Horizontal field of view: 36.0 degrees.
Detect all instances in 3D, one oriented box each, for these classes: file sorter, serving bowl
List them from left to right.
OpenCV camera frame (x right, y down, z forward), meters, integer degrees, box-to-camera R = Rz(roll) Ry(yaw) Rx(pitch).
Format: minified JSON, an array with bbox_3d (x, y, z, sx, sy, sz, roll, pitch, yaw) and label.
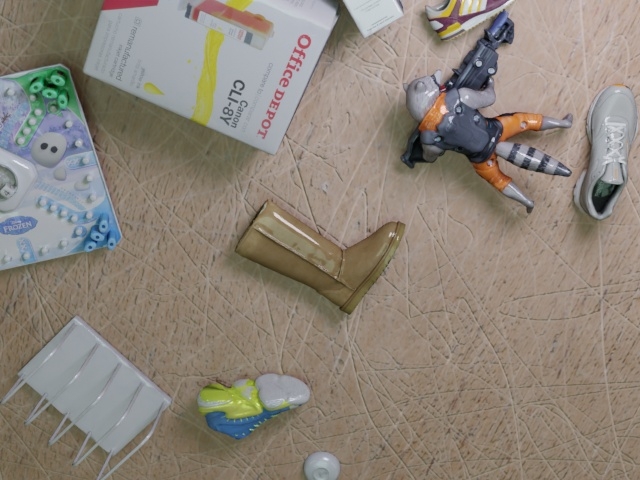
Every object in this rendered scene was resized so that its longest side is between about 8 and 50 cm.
[{"bbox_3d":[-0.488,0.339,2.046,0.193,0.173,0.278,-43,102,16],"label":"file sorter"},{"bbox_3d":[0.003,0.503,2.150,0.083,0.027,0.083,1,108,2],"label":"serving bowl"}]

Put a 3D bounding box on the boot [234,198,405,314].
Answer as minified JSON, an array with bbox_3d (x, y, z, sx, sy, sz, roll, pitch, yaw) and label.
[{"bbox_3d":[0.000,0.000,1.951,0.270,0.089,0.236,32,107,-6],"label":"boot"}]

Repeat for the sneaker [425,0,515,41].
[{"bbox_3d":[0.281,-0.442,1.795,0.186,0.069,0.084,-32,109,12],"label":"sneaker"}]

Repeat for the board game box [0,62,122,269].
[{"bbox_3d":[-0.623,-0.113,1.899,0.390,0.050,0.389,-12,119,-2],"label":"board game box"}]

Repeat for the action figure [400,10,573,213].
[{"bbox_3d":[0.312,-0.236,1.813,0.330,0.178,0.341,20,111,-14],"label":"action figure"}]

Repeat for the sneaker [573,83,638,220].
[{"bbox_3d":[0.549,-0.159,1.849,0.099,0.121,0.262,5,109,1],"label":"sneaker"}]

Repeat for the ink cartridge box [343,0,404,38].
[{"bbox_3d":[0.065,-0.476,1.754,0.086,0.148,0.203,-28,104,14],"label":"ink cartridge box"}]

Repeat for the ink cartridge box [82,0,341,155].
[{"bbox_3d":[-0.192,-0.365,1.773,0.385,0.160,0.279,23,121,-6],"label":"ink cartridge box"}]

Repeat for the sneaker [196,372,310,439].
[{"bbox_3d":[-0.139,0.355,2.090,0.240,0.091,0.126,-2,127,3],"label":"sneaker"}]
